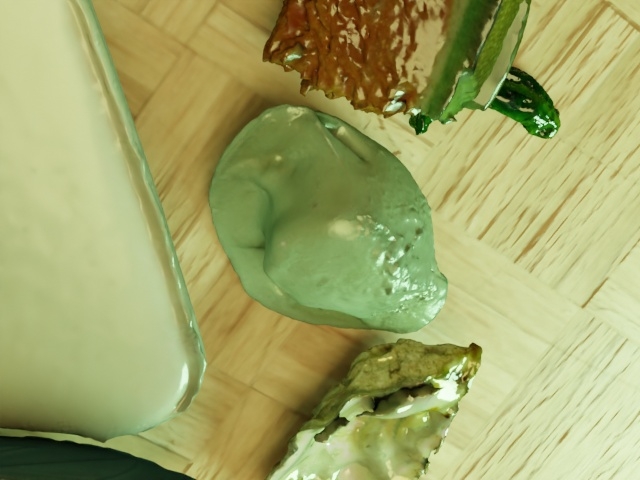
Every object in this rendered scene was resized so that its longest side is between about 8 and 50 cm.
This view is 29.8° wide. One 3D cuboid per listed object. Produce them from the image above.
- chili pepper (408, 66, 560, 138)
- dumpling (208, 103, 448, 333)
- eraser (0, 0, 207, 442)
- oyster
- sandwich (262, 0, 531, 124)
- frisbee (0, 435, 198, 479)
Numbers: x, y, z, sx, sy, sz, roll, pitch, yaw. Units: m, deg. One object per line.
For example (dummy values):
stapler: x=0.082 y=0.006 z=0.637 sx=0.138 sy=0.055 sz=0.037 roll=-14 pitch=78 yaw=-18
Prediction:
chili pepper: x=0.124 y=-0.103 z=0.879 sx=0.118 sy=0.035 sz=0.055 roll=0 pitch=99 yaw=-18
dumpling: x=0.007 y=0.003 z=0.856 sx=0.153 sy=0.108 sz=0.219 roll=-37 pitch=116 yaw=4
eraser: x=-0.205 y=0.001 z=0.780 sx=0.331 sy=0.150 sz=0.331 roll=-5 pitch=113 yaw=-11
oyster: x=0.028 y=0.151 z=0.960 sx=0.133 sy=0.072 sz=0.209 roll=9 pitch=132 yaw=-25
sandwich: x=0.062 y=-0.175 z=0.797 sx=0.160 sy=0.109 sz=0.184 roll=16 pitch=108 yaw=8
frisbee: x=-0.199 y=0.158 z=0.816 sx=0.290 sy=0.289 sz=0.049 roll=9 pitch=74 yaw=-18
